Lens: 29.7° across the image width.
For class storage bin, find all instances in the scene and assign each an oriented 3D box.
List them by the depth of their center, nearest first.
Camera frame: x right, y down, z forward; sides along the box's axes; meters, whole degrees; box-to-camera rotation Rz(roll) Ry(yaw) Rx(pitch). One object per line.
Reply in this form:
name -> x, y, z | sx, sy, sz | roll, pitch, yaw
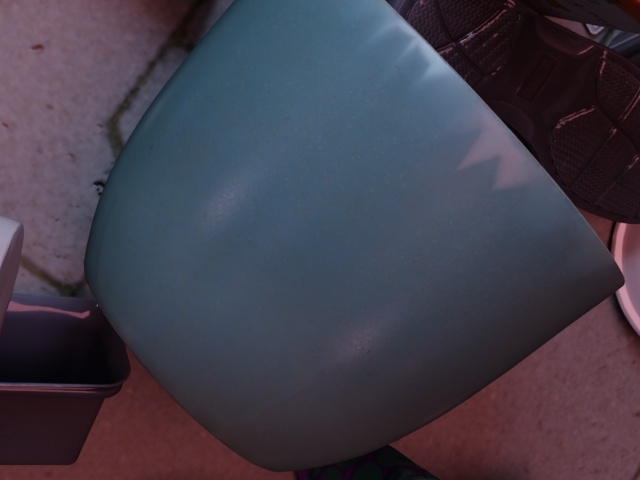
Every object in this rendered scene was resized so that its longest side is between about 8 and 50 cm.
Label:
storage bin -> -0.204, 0.090, 0.775 | 0.135, 0.098, 0.091 | 6, 125, -27

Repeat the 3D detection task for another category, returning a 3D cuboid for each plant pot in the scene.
plant pot -> 0.000, 0.000, 0.748 | 0.235, 0.293, 0.293 | -44, 116, 4

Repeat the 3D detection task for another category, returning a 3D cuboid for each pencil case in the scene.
pencil case -> 0.036, 0.180, 0.864 | 0.064, 0.151, 0.070 | 42, 81, -24

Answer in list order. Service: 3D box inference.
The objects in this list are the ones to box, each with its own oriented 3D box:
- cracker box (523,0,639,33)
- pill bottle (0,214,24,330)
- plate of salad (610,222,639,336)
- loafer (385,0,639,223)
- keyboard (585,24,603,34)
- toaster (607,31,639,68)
cracker box -> 0.139, -0.203, 0.789 | 0.155, 0.232, 0.067 | 26, 96, -26
pill bottle -> -0.288, 0.008, 0.653 | 0.229, 0.131, 0.131 | 16, 94, -7
plate of salad -> 0.341, 0.013, 1.020 | 0.200, 0.048, 0.200 | 0, 93, -2
loafer -> 0.159, -0.119, 0.899 | 0.302, 0.095, 0.109 | 31, 105, -30
keyboard -> 0.177, -0.280, 0.916 | 0.072, 0.014, 0.256 | -41, 114, -13
toaster -> 0.333, -0.144, 0.941 | 0.168, 0.110, 0.186 | -37, 92, -11
